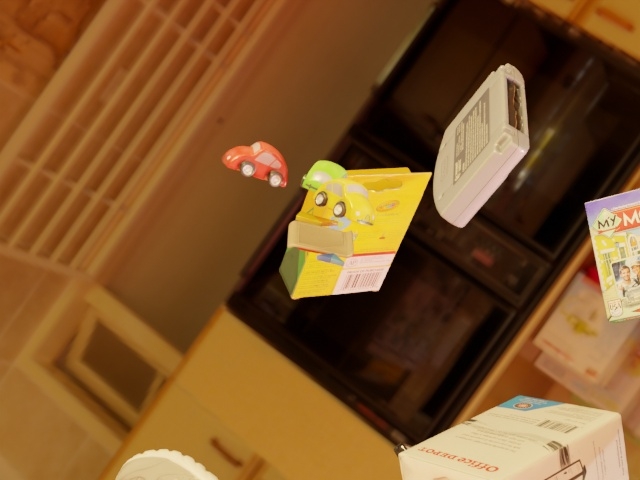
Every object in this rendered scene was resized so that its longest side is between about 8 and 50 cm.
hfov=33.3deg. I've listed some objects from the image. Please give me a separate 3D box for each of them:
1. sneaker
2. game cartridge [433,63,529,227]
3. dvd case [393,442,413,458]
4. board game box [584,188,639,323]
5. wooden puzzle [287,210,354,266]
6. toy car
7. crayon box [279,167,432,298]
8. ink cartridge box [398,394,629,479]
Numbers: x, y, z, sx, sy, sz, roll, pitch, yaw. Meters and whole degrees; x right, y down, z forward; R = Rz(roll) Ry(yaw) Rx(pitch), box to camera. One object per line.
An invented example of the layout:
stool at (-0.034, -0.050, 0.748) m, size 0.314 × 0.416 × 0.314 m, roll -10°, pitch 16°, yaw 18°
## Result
sneaker at (-0.173, 0.353, 1.372) m, size 0.281 × 0.115 × 0.105 m, roll 10°, pitch 129°, yaw 37°
game cartridge at (0.259, -0.152, 1.752) m, size 0.062 × 0.198 × 0.297 m, roll 27°, pitch -147°, yaw -9°
dvd case at (0.214, 0.409, 1.678) m, size 0.180 × 0.022 × 0.253 m, roll 56°, pitch -168°, yaw 30°
board game box at (0.615, 0.002, 1.772) m, size 0.046 × 0.317 × 0.213 m, roll 18°, pitch -119°, yaw -58°
wooden puzzle at (0.000, 0.000, 1.189) m, size 0.078 × 0.014 × 0.116 m, roll 11°, pitch -157°, yaw 3°
toy car at (-0.006, -0.091, 1.574) m, size 0.239 × 0.053 × 0.225 m, roll 25°, pitch -170°, yaw 12°
crayon box at (0.062, -0.031, 2.020) m, size 0.202 × 0.318 × 0.081 m, roll -3°, pitch -133°, yaw -27°
ink cartridge box at (0.208, 0.246, 1.155) m, size 0.203 × 0.086 × 0.148 m, roll -18°, pitch -167°, yaw -35°
